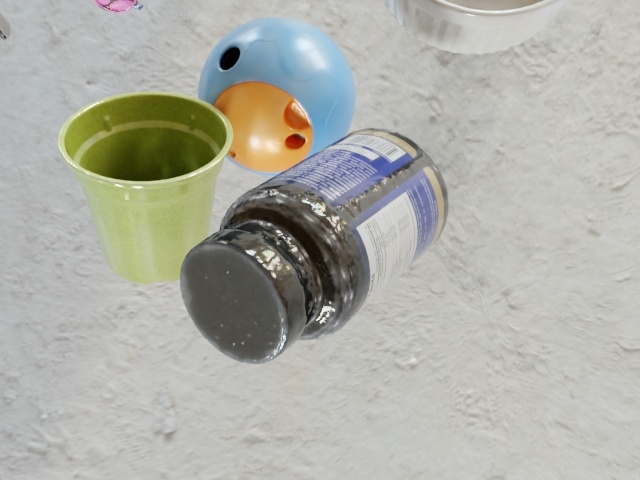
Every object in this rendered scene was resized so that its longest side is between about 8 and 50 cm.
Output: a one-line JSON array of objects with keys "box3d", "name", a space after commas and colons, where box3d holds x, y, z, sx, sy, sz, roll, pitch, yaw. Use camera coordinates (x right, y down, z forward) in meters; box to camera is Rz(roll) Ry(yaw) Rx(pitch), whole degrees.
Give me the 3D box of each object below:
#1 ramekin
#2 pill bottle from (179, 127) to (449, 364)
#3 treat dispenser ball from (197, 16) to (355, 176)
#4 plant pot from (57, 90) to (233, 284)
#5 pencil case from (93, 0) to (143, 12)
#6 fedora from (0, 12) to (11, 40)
[{"box3d": [0.141, -0.266, 0.715, 0.207, 0.109, 0.207, 0, 76, 0], "name": "ramekin"}, {"box3d": [0.000, 0.000, 0.612, 0.123, 0.219, 0.122, 17, 122, 29], "name": "pill bottle"}, {"box3d": [-0.079, -0.260, 1.460, 0.288, 0.288, 0.288, -1, 85, 12], "name": "treat dispenser ball"}, {"box3d": [-0.284, -0.074, 1.352, 0.276, 0.276, 0.253, 15, 130, 13], "name": "plant pot"}, {"box3d": [-0.397, -0.537, 1.556, 0.098, 0.095, 0.209, -34, 51, 24], "name": "pencil case"}, {"box3d": [-0.745, -0.472, 1.560, 0.124, 0.244, 0.275, -47, 108, -10], "name": "fedora"}]
